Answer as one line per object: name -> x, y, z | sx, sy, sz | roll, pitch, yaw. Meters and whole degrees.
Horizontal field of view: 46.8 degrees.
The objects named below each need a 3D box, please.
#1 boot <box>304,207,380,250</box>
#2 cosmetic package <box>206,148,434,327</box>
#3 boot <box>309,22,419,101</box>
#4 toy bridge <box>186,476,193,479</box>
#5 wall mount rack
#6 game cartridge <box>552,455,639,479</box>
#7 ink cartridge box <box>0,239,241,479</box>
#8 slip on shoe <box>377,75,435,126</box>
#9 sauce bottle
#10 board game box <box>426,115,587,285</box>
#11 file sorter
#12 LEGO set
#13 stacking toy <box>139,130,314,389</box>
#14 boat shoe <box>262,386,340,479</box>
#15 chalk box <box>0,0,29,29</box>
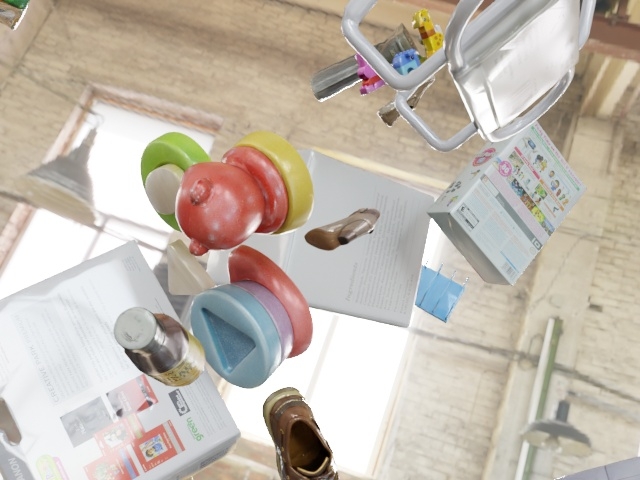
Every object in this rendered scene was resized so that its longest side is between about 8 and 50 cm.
boot -> 0.040, -0.022, 1.217 | 0.118, 0.087, 0.042 | 4, -54, 45
cosmetic package -> 0.000, 0.000, 1.740 | 0.393, 0.328, 0.329 | 16, -6, -38
boot -> 0.087, -0.349, 1.470 | 0.208, 0.189, 0.076 | -30, -84, 19
toy bridge -> -0.248, 0.344, 1.306 | 0.063, 0.188, 0.026 | -14, 0, -9
wall mount rack -> 0.178, -0.225, 0.642 | 0.130, 0.304, 0.350 | 52, 10, 17
game cartridge -> 0.375, 0.368, 1.032 | 0.198, 0.062, 0.297 | 14, -38, -39
ink cartridge box -> -0.299, 0.200, 0.978 | 0.310, 0.271, 0.130 | 58, -22, 17
slip on shoe -> 0.176, -0.277, 1.462 | 0.041, 0.135, 0.051 | 53, -7, 2
sauce bottle -> -0.107, 0.071, 0.491 | 0.042, 0.042, 0.128 | 17, -15, 9
board game box -> 0.410, -0.088, 1.610 | 0.224, 0.303, 0.097 | 48, -17, -17
file sorter -> 0.300, 0.118, 1.995 | 0.170, 0.118, 0.104 | 29, -23, 11
LEGO set -> 0.161, -0.350, 1.313 | 0.087, 0.227, 0.093 | 0, -62, 55
stacking toy -> -0.148, 0.021, 0.884 | 0.279, 0.130, 0.309 | 18, -56, 36
boat shoe -> -0.015, 0.249, 0.826 | 0.060, 0.064, 0.178 | 38, -30, 62
chalk box -> -0.480, -0.494, 1.093 | 0.180, 0.289, 0.179 | 21, -5, -28
